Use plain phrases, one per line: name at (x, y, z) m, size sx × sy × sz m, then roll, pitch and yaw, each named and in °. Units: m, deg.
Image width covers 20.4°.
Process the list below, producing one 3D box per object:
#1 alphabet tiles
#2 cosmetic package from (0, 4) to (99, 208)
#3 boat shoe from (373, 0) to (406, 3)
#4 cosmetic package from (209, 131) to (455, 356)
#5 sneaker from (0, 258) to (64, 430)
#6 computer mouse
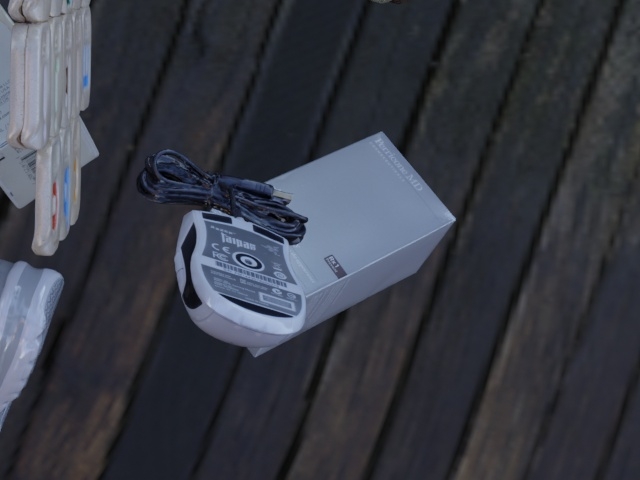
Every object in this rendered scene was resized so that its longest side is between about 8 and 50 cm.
alphabet tiles at (-0.163, -0.139, 1.086) m, size 0.021 × 0.284 × 0.278 m, roll 1°, pitch 100°, yaw -2°
cosmetic package at (-0.376, -0.201, 1.901) m, size 0.113 × 0.160 × 0.309 m, roll -34°, pitch 72°, yaw -7°
boat shoe at (0.114, -0.212, 1.044) m, size 0.095 × 0.257 × 0.095 m, roll 14°, pitch 59°, yaw -26°
cosmetic package at (0.000, 0.000, 1.700) m, size 0.238 × 0.107 × 0.127 m, roll -29°, pitch 72°, yaw -39°
sneaker at (-0.270, 0.091, 1.259) m, size 0.115 × 0.281 × 0.105 m, roll 24°, pitch 44°, yaw -9°
computer mouse at (-0.053, 0.013, 1.013) m, size 0.106 × 0.193 × 0.042 m, roll 19°, pitch 113°, yaw -15°
